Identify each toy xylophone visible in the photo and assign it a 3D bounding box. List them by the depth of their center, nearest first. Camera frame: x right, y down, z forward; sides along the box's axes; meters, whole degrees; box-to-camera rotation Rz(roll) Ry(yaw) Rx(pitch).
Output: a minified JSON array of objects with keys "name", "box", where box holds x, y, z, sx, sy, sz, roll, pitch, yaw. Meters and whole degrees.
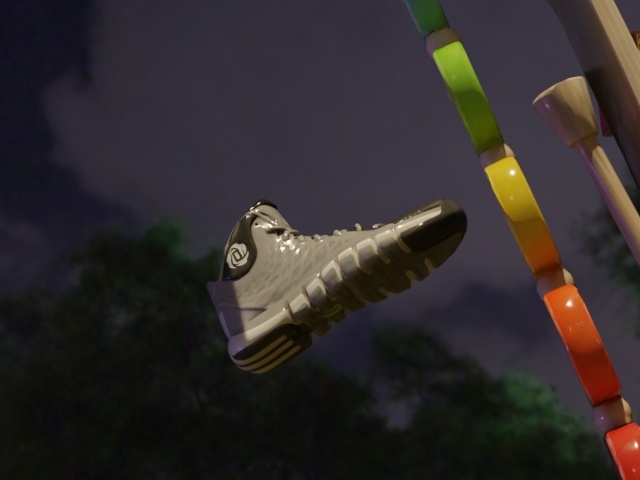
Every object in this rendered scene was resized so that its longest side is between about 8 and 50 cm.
[{"name":"toy xylophone","box":[0.109,0.003,0.564,0.081,0.323,0.236,-24,-20,7]}]

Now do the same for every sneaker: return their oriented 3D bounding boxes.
[{"name":"sneaker","box":[0.000,0.000,1.162,0.228,0.132,0.086,-32,-30,2]}]

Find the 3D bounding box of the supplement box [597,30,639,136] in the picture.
[{"name":"supplement box","box":[0.417,-0.180,1.587,0.188,0.104,0.081,-2,-14,-9]}]
